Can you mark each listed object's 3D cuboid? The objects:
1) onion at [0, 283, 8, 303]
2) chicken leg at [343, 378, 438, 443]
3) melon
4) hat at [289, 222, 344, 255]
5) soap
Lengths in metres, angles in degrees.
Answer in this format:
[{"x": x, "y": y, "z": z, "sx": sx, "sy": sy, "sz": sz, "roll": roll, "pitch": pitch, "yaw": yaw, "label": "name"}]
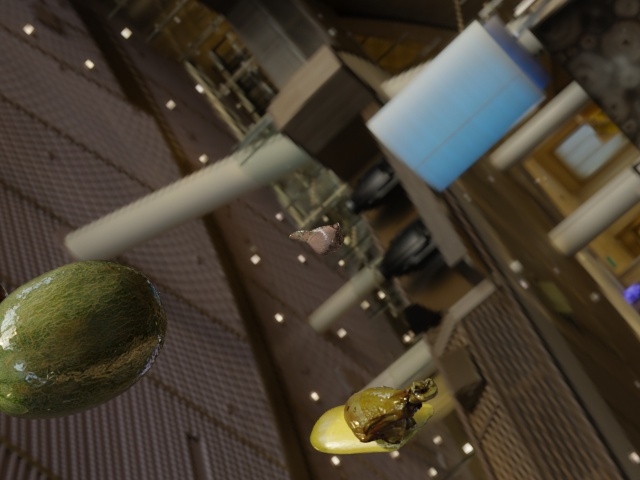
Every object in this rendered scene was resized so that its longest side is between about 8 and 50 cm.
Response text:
[{"x": -0.524, "y": 0.127, "z": 1.303, "sx": 0.252, "sy": 0.252, "sz": 0.219, "roll": 44, "pitch": -123, "yaw": -11, "label": "onion"}, {"x": 0.092, "y": 0.201, "z": 1.162, "sx": 0.093, "sy": 0.178, "sz": 0.070, "roll": 19, "pitch": -121, "yaw": -15, "label": "chicken leg"}, {"x": -0.191, "y": 0.076, "z": 0.761, "sx": 0.167, "sy": 0.114, "sz": 0.114, "roll": -31, "pitch": -103, "yaw": -43, "label": "melon"}, {"x": -0.002, "y": 0.002, "z": 1.376, "sx": 0.058, "sy": 0.087, "sz": 0.042, "roll": -12, "pitch": -90, "yaw": -53, "label": "hat"}, {"x": 0.067, "y": 0.247, "z": 1.262, "sx": 0.089, "sy": 0.168, "sz": 0.033, "roll": -61, "pitch": -41, "yaw": -47, "label": "soap"}]
